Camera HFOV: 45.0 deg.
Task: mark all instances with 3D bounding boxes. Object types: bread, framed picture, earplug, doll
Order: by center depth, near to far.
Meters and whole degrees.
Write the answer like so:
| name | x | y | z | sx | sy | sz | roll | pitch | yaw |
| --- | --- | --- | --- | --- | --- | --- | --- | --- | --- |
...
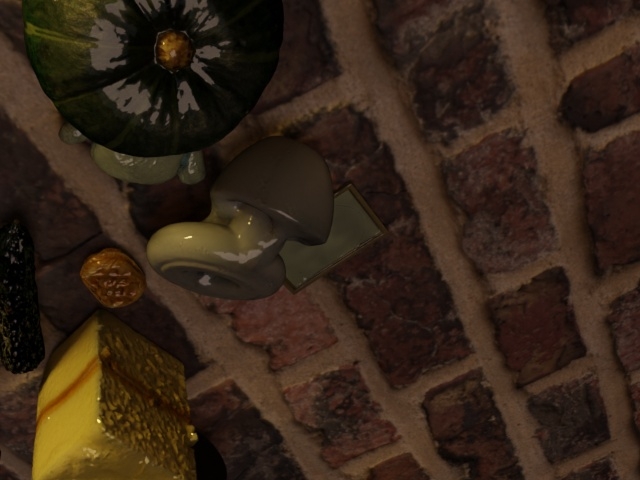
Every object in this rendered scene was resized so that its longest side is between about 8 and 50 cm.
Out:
| name | x | y | z | sx | sy | sz | roll | pitch | yaw |
| --- | --- | --- | --- | --- | --- | --- | --- | --- | --- |
| doll | -0.249 | -0.128 | 1.067 | 0.214 | 0.071 | 0.103 | 16 | 122 | -32 |
| earplug | -0.115 | -0.017 | 1.151 | 0.214 | 0.175 | 0.325 | 27 | 125 | -38 |
| bread | -0.322 | 0.058 | 1.212 | 0.083 | 0.044 | 0.110 | -29 | 132 | 1 |
| bread | -0.328 | 0.299 | 1.261 | 0.198 | 0.263 | 0.236 | -40 | 129 | 18 |
| framed picture | 0.000 | 0.000 | 1.291 | 0.201 | 0.010 | 0.136 | -33 | 130 | 10 |

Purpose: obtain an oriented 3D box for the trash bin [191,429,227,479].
| name | x | y | z | sx | sy | sz | roll | pitch | yaw |
| --- | --- | --- | --- | --- | --- | --- | --- | --- | --- |
| trash bin | -0.339 | 0.523 | 1.467 | 0.214 | 0.214 | 0.334 | 27 | 112 | -33 |

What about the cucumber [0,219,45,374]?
| name | x | y | z | sx | sy | sz | roll | pitch | yaw |
| --- | --- | --- | --- | --- | --- | --- | --- | --- | --- |
| cucumber | -0.460 | 0.084 | 1.171 | 0.072 | 0.072 | 0.300 | -1 | 128 | -17 |

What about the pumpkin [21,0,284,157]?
| name | x | y | z | sx | sy | sz | roll | pitch | yaw |
| --- | --- | --- | --- | --- | --- | --- | --- | --- | --- |
| pumpkin | -0.190 | -0.248 | 0.911 | 0.300 | 0.207 | 0.300 | -8 | 117 | -17 |
